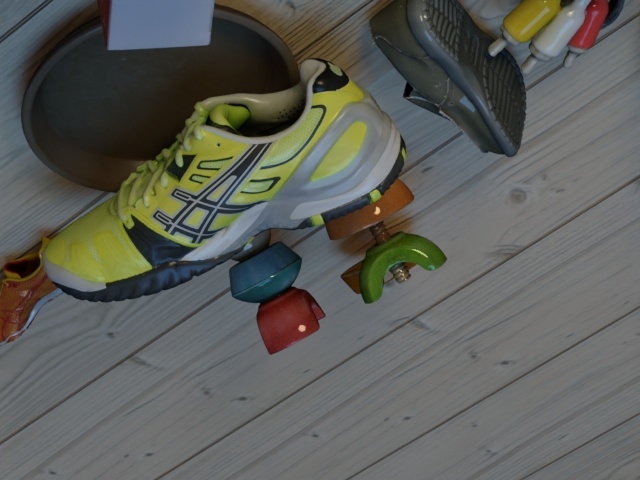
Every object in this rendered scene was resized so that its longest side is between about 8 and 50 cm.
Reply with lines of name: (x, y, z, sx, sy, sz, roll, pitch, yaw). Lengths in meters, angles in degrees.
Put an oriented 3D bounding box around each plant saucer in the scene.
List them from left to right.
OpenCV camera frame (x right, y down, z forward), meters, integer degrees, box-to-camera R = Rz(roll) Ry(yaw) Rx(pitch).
plant saucer: (-0.158, -0.145, 1.828, 0.278, 0.041, 0.278, -10, 146, -7)

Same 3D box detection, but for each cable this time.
cable: (0.281, -0.272, 1.784, 0.139, 0.072, 0.287, 3, 142, -33)

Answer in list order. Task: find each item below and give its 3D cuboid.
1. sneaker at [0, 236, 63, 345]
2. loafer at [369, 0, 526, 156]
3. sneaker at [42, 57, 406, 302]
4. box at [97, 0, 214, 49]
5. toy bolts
sneaker: (-0.332, 0.054, 2.039, 0.067, 0.064, 0.175, 32, 121, -22)
loafer: (0.132, -0.171, 1.873, 0.087, 0.094, 0.251, -6, 143, 33)
sneaker: (-0.114, -0.066, 1.833, 0.384, 0.145, 0.147, -25, 122, 11)
box: (-0.145, -0.265, 1.549, 0.091, 0.170, 0.130, -5, 143, -14)
toy bolts: (0.000, 0.000, 2.054, 0.228, 0.158, 0.218, -28, -175, 3)
